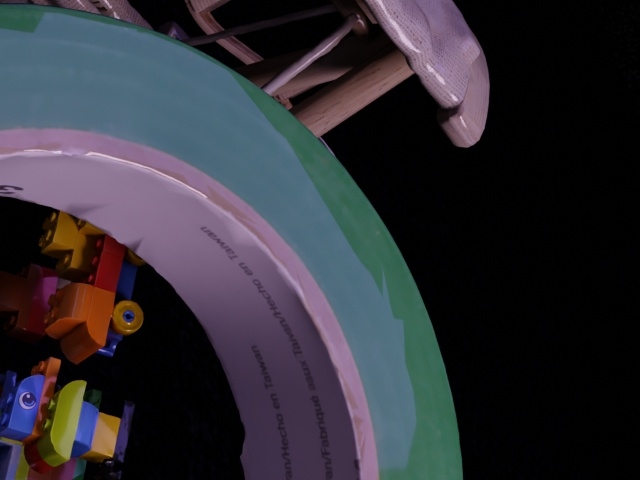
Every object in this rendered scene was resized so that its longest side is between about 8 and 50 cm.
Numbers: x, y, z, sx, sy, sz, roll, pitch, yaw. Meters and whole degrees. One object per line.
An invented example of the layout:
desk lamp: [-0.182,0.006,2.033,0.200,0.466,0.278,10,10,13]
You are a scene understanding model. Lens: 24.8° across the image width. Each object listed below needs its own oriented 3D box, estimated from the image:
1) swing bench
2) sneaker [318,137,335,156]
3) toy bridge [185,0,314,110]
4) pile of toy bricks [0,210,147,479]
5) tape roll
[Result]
swing bench: [-0.092,-0.134,0.654,0.253,0.254,0.165,51,27,-34]
sneaker: [0.000,0.000,1.006,0.071,0.068,0.170,-92,162,-72]
toy bridge: [-0.063,-0.175,1.004,0.188,0.063,0.026,65,23,-2]
pile of toy bricks: [-0.143,0.075,0.576,0.105,0.118,0.212,21,62,-23]
tape roll: [-0.095,0.087,0.480,0.321,0.077,0.321,8,76,-36]
